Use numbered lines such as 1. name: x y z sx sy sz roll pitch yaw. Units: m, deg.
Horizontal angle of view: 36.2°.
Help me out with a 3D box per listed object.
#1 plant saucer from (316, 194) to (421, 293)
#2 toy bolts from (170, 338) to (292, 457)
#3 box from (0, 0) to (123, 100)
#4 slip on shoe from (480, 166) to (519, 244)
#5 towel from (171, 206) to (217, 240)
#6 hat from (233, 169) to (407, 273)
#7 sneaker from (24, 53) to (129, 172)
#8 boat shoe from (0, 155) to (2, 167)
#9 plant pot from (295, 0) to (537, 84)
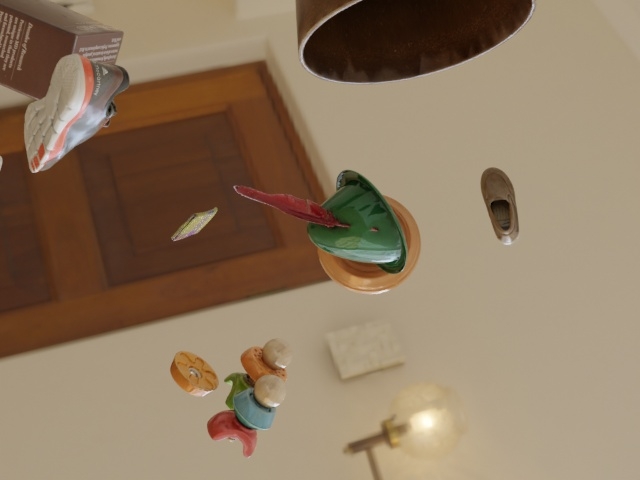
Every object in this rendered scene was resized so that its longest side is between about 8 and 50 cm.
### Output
1. plant saucer: 0.092 0.001 1.854 0.037 0.199 0.200 86 -12 -74
2. toy bolts: -0.149 0.259 1.824 0.158 0.218 0.228 -50 -153 18
3. box: -0.562 -0.367 1.702 0.191 0.381 0.143 -49 162 -71
4. slip on shoe: 0.281 -0.060 1.535 0.041 0.051 0.135 51 30 -60
5. towel: -0.193 -0.026 1.506 0.009 0.060 0.083 48 21 7
6. hat: 0.000 0.000 1.494 0.208 0.183 0.173 51 -24 25
7. sneaker: -0.210 -0.103 0.848 0.158 0.064 0.061 -33 -114 50
8. boat shoe: -0.382 -0.055 1.109 0.035 0.035 0.100 38 -60 32
9. plant pot: 0.063 -0.292 0.896 0.215 0.215 0.231 125 -46 -72
